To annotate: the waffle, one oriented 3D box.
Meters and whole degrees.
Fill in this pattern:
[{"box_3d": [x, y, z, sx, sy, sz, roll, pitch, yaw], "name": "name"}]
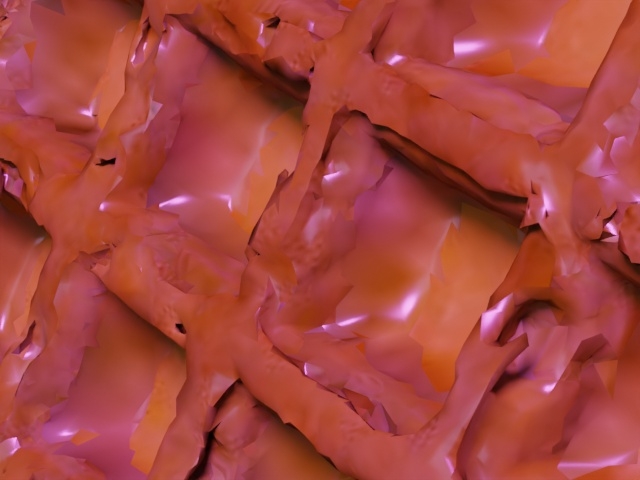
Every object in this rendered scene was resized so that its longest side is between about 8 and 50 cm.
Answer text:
[{"box_3d": [0.000, 0.000, 0.414, 0.379, 0.095, 0.382, -30, 64, 34], "name": "waffle"}]
